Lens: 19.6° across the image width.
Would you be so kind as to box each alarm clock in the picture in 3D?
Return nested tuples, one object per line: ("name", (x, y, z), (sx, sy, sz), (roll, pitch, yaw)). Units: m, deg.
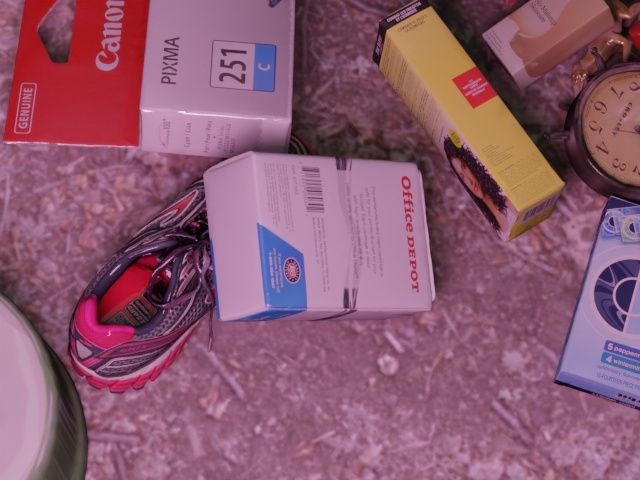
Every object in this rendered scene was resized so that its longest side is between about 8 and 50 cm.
("alarm clock", (0.315, -0.091, 1.773), (0.192, 0.064, 0.129), (31, 75, 3))

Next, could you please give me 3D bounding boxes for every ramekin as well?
("ramekin", (-0.354, 0.164, 1.582), (0.303, 0.148, 0.303), (1, 68, -3))

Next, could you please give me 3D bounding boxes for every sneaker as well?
("sneaker", (-0.107, 0.013, 1.680), (0.121, 0.112, 0.299), (37, 70, 11))

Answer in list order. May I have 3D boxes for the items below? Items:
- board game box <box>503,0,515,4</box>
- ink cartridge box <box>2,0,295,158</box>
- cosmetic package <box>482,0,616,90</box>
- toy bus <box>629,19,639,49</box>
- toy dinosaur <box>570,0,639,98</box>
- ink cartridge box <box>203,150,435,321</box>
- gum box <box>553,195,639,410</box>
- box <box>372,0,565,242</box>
("board game box", (0.176, -0.358, 1.851), (0.145, 0.027, 0.281), (-24, 56, -14))
("ink cartridge box", (-0.154, -0.211, 1.749), (0.261, 0.066, 0.296), (3, 52, -4))
("cosmetic package", (0.222, -0.205, 1.803), (0.115, 0.041, 0.060), (-36, 63, 4))
("toy bus", (0.359, -0.257, 1.760), (0.191, 0.202, 0.104), (3, 38, -46))
("toy dinosaur", (0.290, -0.225, 1.832), (0.092, 0.053, 0.183), (9, 68, 1))
("ink cartridge box", (0.000, 0.000, 1.650), (0.190, 0.082, 0.140), (3, 77, -40))
("gum box", (0.317, 0.068, 1.723), (0.157, 0.041, 0.184), (18, 67, 4))
("box", (0.137, -0.115, 1.761), (0.058, 0.087, 0.232), (-30, 72, -15))
